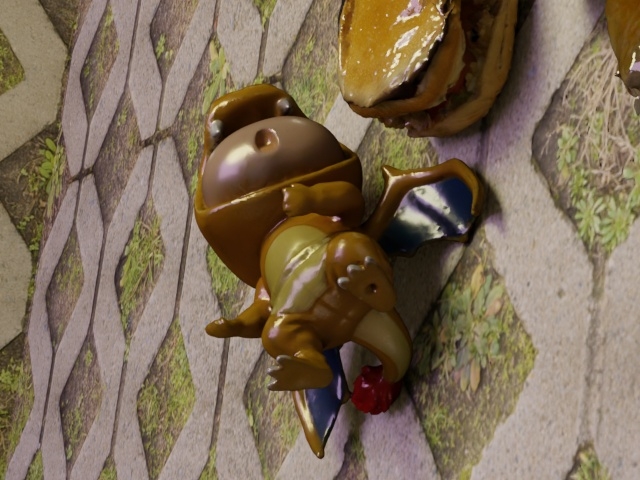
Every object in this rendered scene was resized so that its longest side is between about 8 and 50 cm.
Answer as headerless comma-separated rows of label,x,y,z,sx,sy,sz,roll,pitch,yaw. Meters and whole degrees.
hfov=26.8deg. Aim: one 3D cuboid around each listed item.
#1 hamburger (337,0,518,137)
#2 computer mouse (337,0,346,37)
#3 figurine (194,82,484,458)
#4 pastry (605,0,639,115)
hamburger,0.129,-0.235,1.563,0.244,0.163,0.244,-35,44,44
computer mouse,0.081,-0.275,1.775,0.106,0.062,0.192,-61,37,28
figurine,-0.023,0.028,1.625,0.401,0.268,0.387,-68,31,27
pastry,0.346,-0.231,1.180,0.236,0.121,0.257,-14,66,61
